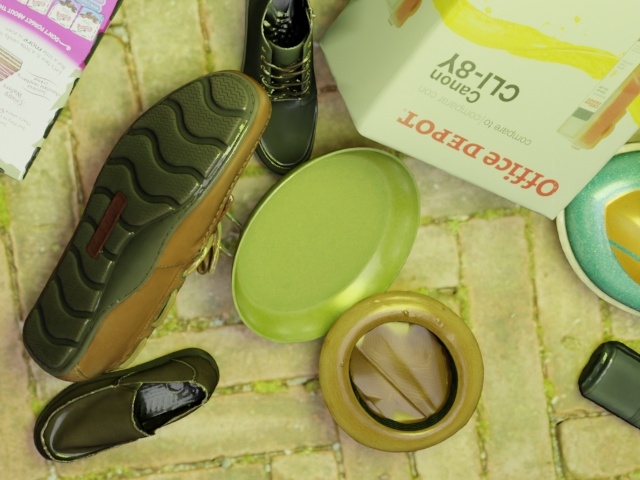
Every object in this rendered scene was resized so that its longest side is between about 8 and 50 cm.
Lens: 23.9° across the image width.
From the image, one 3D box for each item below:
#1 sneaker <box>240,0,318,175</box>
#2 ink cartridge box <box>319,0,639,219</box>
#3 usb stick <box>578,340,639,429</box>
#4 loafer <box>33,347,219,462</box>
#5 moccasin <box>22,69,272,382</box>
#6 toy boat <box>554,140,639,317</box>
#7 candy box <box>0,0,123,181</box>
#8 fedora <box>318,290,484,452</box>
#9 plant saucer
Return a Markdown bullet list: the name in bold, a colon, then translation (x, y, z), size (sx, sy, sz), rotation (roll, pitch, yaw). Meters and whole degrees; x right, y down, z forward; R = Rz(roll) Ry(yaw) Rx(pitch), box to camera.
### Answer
- **sneaker**: translation (-0.043, -0.167, 1.573), size (0.083, 0.118, 0.222), rotation (-7, 105, -5)
- **ink cartridge box**: translation (0.229, -0.236, 1.475), size (0.279, 0.160, 0.384), rotation (22, 122, -33)
- **usb stick**: translation (0.424, 0.208, 1.769), size (0.278, 0.045, 0.077), rotation (31, 93, -14)
- **loafer**: translation (-0.216, 0.184, 1.665), size (0.220, 0.078, 0.080), rotation (-26, 106, 0)
- **moccasin**: translation (-0.164, -0.010, 1.591), size (0.139, 0.147, 0.380), rotation (36, 106, 30)
- **toy boat**: translation (0.405, -0.060, 1.643), size (0.267, 0.148, 0.318), rotation (23, 101, -12)
- **candy box**: translation (-0.321, -0.200, 1.554), size (0.159, 0.071, 0.233), rotation (29, 99, -14)
- **fedora**: translation (0.086, 0.140, 1.691), size (0.194, 0.079, 0.194), rotation (-2, 105, -6)
- **plant saucer**: translation (0.000, 0.000, 1.617), size (0.241, 0.037, 0.241), rotation (-22, 132, -27)
